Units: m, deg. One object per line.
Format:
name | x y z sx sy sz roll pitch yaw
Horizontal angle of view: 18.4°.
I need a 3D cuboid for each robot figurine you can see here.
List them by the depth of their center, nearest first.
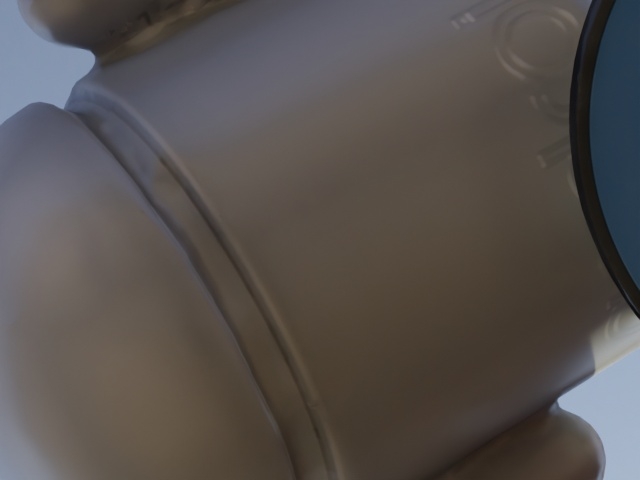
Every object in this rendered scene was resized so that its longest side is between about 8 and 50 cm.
robot figurine | 0.000 0.000 0.767 0.353 0.200 0.300 -30 -86 -17

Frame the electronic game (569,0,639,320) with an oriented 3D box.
electronic game | 0.190 -0.032 0.613 0.229 0.048 0.229 8 -65 17
